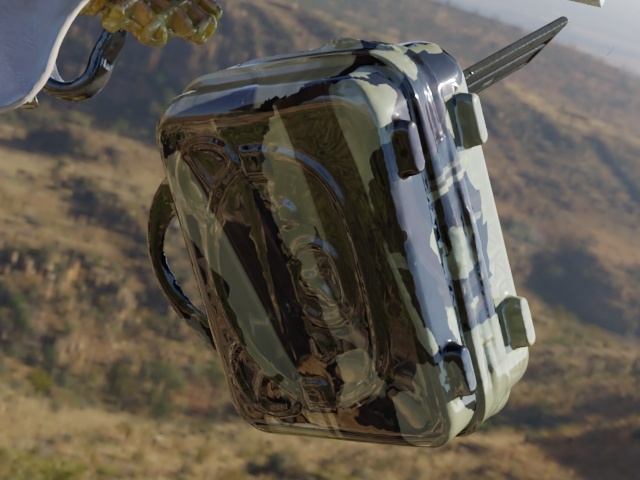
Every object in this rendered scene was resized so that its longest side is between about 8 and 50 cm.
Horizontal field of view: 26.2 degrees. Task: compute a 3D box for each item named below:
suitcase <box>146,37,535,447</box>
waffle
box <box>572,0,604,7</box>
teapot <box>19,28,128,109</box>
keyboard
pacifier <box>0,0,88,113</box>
[{"bbox_3d":[0.000,0.000,1.216,0.339,0.352,0.194,-3,19,39],"label":"suitcase"},{"bbox_3d":[-0.173,-0.251,1.332,0.160,0.046,0.192,15,37,-30],"label":"waffle"},{"bbox_3d":[0.212,-0.351,1.384,0.155,0.067,0.243,17,-25,30],"label":"box"},{"bbox_3d":[-0.342,-0.244,1.485,0.305,0.285,0.223,9,0,-8],"label":"teapot"},{"bbox_3d":[0.204,-0.191,1.524,0.381,0.103,0.041,-23,76,-35],"label":"keyboard"},{"bbox_3d":[-0.247,-0.241,0.990,0.220,0.332,0.273,41,6,-36],"label":"pacifier"}]
